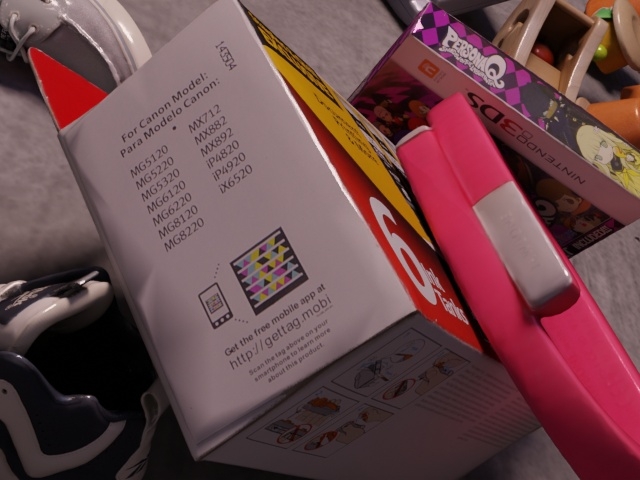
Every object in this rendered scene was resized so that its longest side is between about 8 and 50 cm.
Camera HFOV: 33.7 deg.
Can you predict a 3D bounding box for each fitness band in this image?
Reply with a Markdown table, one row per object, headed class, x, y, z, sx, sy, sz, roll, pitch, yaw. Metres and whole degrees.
| class | x | y | z | sx | sy | sz | roll | pitch | yaw |
| --- | --- | --- | --- | --- | --- | --- | --- | --- | --- |
| fitness band | 0.131 | 0.035 | 0.631 | 0.209 | 0.054 | 0.291 | 47 | 17 | -43 |

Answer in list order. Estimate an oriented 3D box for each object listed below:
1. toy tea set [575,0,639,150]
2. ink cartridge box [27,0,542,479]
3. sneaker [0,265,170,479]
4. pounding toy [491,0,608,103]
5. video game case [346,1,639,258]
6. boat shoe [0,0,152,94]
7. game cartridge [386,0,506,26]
| class | x | y | z | sx | sy | sz | roll | pitch | yaw |
| --- | --- | --- | --- | --- | --- | --- | --- | --- | --- |
| toy tea set | 0.351 | -0.194 | 1.279 | 0.336 | 0.124 | 0.200 | -31 | 104 | -55 |
| ink cartridge box | 0.000 | 0.000 | 0.644 | 0.272 | 0.130 | 0.309 | 61 | 14 | 26 |
| sneaker | -0.173 | 0.042 | 0.538 | 0.235 | 0.153 | 0.094 | 41 | 36 | 3 |
| pounding toy | 0.242 | -0.149 | 1.078 | 0.155 | 0.154 | 0.269 | 30 | 39 | -12 |
| video game case | 0.110 | -0.053 | 0.813 | 0.210 | 0.232 | 0.042 | 35 | 61 | -7 |
| boat shoe | -0.216 | -0.168 | 0.790 | 0.227 | 0.079 | 0.081 | 46 | 51 | 12 |
| game cartridge | 0.117 | -0.381 | 1.239 | 0.196 | 0.060 | 0.294 | -21 | 65 | -20 |
